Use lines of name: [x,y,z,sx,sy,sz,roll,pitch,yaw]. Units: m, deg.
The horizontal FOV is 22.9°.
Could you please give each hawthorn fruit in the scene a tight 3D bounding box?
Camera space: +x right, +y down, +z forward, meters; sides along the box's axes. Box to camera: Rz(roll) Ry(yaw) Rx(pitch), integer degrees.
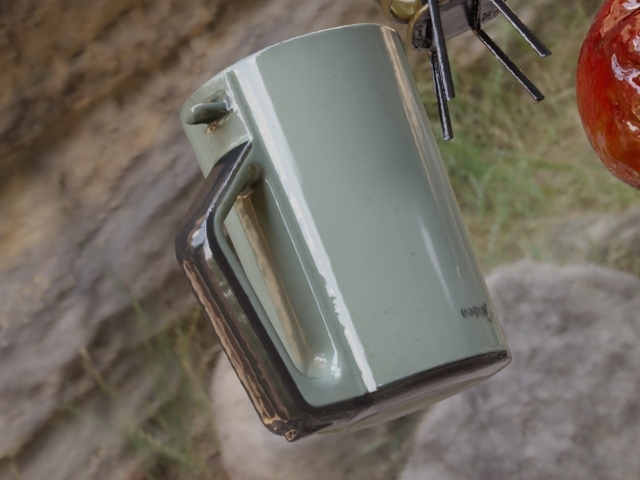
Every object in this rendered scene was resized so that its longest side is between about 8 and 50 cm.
hawthorn fruit: [0.351,-0.186,1.524,0.242,0.271,0.242,-23,20,9]

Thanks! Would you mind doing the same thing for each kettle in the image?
kettle: [0.000,0.000,1.603,0.250,0.376,0.361,-29,-13,35]

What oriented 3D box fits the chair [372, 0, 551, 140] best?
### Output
chair: [0.162,-0.277,1.997,0.172,0.247,0.159,-22,-16,-2]
